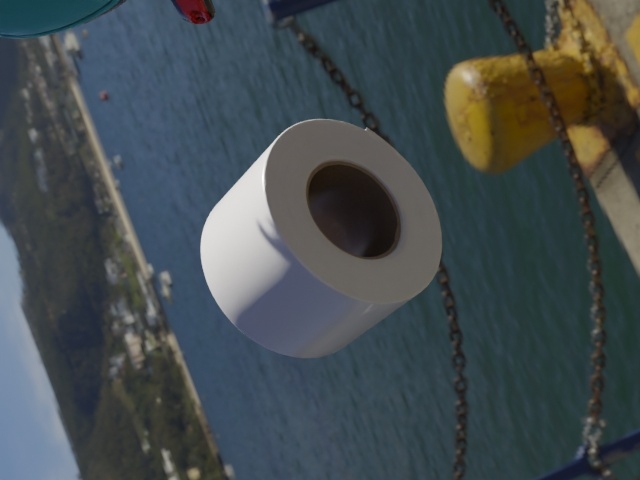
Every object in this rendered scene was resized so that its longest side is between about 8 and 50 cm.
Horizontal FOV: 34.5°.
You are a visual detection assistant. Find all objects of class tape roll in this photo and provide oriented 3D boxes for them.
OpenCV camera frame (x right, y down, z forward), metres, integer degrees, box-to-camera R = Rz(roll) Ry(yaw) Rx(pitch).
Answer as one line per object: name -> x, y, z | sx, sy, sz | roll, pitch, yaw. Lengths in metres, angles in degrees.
tape roll -> 0.000, 0.000, 1.239 | 0.169, 0.246, 0.246 | -43, 65, 46

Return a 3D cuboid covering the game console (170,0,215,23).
game console -> -0.196, -0.424, 0.900 | 0.342, 0.060, 0.386 | 56, -167, -63

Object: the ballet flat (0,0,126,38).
ballet flat -> -0.120, -0.211, 0.591 | 0.316, 0.107, 0.106 | -15, 52, 47
